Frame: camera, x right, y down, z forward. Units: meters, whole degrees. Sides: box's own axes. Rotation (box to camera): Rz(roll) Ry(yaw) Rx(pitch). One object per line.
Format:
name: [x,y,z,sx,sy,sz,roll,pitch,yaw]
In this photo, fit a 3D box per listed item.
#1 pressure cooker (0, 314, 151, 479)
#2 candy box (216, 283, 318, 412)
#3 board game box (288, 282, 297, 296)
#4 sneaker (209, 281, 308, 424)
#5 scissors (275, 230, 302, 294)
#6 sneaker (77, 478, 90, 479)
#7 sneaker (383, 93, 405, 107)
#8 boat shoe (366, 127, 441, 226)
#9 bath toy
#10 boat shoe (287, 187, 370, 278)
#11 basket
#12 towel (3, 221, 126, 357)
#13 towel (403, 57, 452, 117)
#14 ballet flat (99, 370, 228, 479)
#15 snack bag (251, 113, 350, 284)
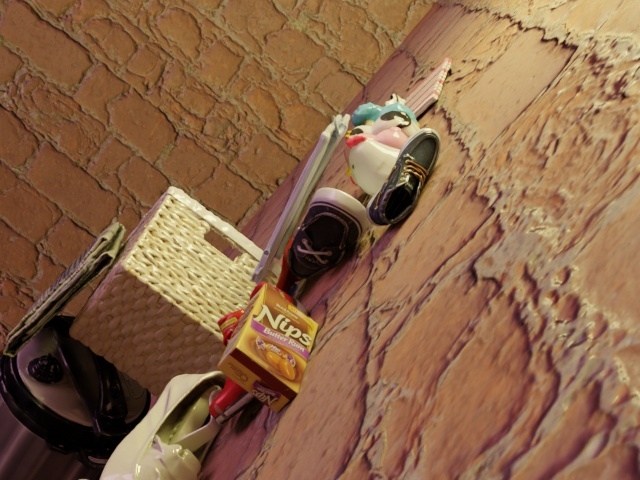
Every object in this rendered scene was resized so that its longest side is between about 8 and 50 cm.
pressure cooker: [-0.602,0.402,1.901,0.420,0.370,0.375,-55,4,21]
candy box: [-0.072,0.151,1.191,0.053,0.109,0.186,-47,10,23]
board game box: [-0.091,0.133,1.641,0.090,0.020,0.090,-44,11,42]
sneaker: [-0.124,0.175,1.317,0.107,0.118,0.279,-44,11,40]
scissors: [-0.082,0.098,1.548,0.297,0.021,0.109,-59,-27,-44]
sneaker: [-0.470,0.567,1.419,0.210,0.137,0.366,-51,4,1]
sneaker: [0.175,-0.334,2.129,0.109,0.044,0.040,-55,12,-17]
boat shoe: [0.144,-0.099,1.302,0.183,0.065,0.083,-57,12,-5]
bath toy: [0.106,-0.182,1.594,0.151,0.129,0.348,-47,10,21]
boat shoe: [0.000,0.000,1.444,0.102,0.108,0.301,-60,6,-21]
basket: [-0.313,0.132,1.764,0.331,0.328,0.266,-42,15,41]
towel: [-0.558,0.092,1.796,0.312,0.056,0.324,-43,15,0]
towel: [0.234,-0.322,1.855,0.144,0.029,0.197,-43,14,40]
ballet flat: [-0.224,0.323,1.252,0.139,0.139,0.400,-46,9,27]
snack bag: [-0.030,-0.094,1.613,0.323,0.037,0.342,-63,1,14]
